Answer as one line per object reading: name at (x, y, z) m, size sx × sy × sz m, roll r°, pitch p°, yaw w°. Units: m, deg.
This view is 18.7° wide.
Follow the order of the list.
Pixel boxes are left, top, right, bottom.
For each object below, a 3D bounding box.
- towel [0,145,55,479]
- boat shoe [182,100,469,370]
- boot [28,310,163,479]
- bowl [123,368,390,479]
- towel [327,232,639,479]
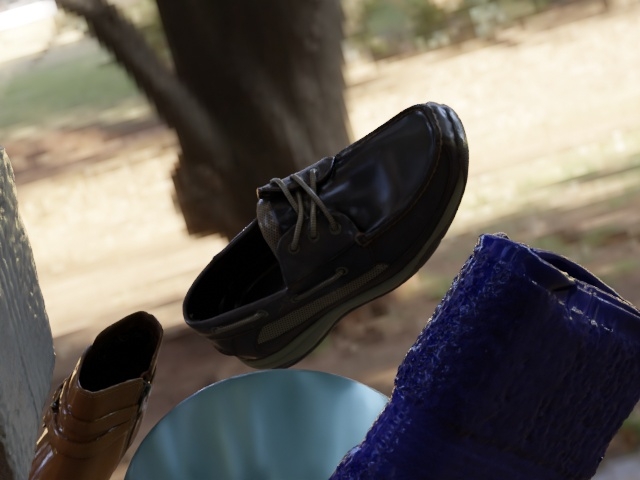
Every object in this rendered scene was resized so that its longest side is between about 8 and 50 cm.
towel at (-0.268, 0.066, 1.565) m, size 0.049 × 0.282 × 0.187 m, roll -1°, pitch 41°, yaw 7°
boat shoe at (0.000, 0.000, 1.859) m, size 0.130 × 0.132 × 0.355 m, roll 15°, pitch -52°, yaw -42°
boot at (-0.238, 0.213, 1.870) m, size 0.283 × 0.109 × 0.220 m, roll -53°, pitch -6°, yaw -42°
bowl at (-0.027, 0.287, 1.723) m, size 0.312 × 0.311 × 0.163 m, roll -16°, pitch 22°, yaw 3°
towel at (0.073, 0.145, 1.165) m, size 0.076 × 0.308 × 0.228 m, roll 35°, pitch 4°, yaw 36°
